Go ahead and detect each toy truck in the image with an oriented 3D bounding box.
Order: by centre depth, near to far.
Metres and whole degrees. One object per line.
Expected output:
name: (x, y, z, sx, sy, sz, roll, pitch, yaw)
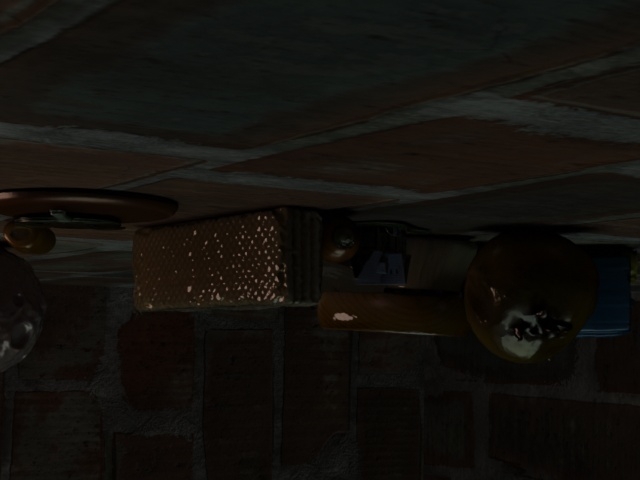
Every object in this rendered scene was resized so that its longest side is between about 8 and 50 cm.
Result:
toy truck: (0.516, 0.102, 2.196, 0.161, 0.162, 0.385, -2, 175, 14)

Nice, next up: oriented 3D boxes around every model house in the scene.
model house: (0.093, 0.022, 1.773, 0.117, 0.088, 0.167, 0, 175, 22)
model house: (0.077, 0.085, 2.365, 0.229, 0.122, 0.188, 14, -167, 20)

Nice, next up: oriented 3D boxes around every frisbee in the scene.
frisbee: (-0.311, -0.043, 1.511, 0.251, 0.021, 0.251, 1, 173, 0)

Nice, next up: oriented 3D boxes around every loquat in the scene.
loquat: (0.316, 0.084, 1.782, 0.213, 0.213, 0.213, 1, 175, 0)

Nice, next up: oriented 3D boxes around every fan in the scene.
fan: (-0.336, -0.026, 1.538, 0.153, 0.008, 0.227, 2, 175, -8)

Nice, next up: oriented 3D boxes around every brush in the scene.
brush: (0.128, 0.078, 1.959, 0.267, 0.166, 0.174, 1, 176, 4)

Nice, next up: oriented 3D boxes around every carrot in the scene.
carrot: (0.000, 0.000, 1.698, 0.069, 0.069, 0.336, 2, 178, -12)

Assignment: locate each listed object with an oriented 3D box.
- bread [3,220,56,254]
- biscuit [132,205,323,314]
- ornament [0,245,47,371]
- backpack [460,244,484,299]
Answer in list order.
bread: (-0.454, -0.003, 1.812, 0.062, 0.049, 0.103, 1, 173, 0)
biscuit: (-0.150, 0.037, 1.699, 0.079, 0.143, 0.426, 3, 175, -37)
ornament: (-0.643, 0.128, 2.209, 0.259, 0.259, 0.225, -3, -170, 38)
backpack: (0.325, 0.090, 2.079, 0.229, 0.139, 0.229, 44, 174, 6)
